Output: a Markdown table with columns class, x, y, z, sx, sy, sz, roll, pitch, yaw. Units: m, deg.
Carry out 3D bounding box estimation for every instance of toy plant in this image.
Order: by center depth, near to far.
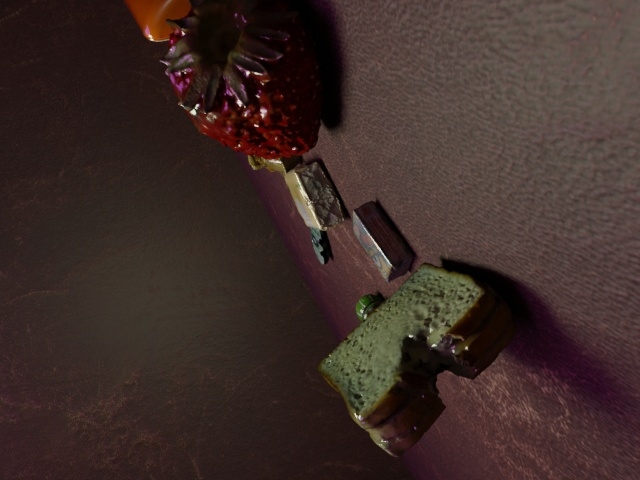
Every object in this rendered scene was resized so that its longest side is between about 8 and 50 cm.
| class | x | y | z | sx | sy | sz | roll | pitch | yaw |
| --- | --- | --- | --- | --- | --- | --- | --- | --- | --- |
| toy plant | 0.154 | 0.205 | 1.367 | 0.093 | 0.092 | 0.162 | 64 | 173 | -17 |

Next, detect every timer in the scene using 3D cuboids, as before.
| class | x | y | z | sx | sy | sz | roll | pitch | yaw |
| --- | --- | --- | --- | --- | --- | --- | --- | --- | --- |
| timer | -0.320 | -0.578 | 1.083 | 0.257 | 0.250 | 0.161 | 57 | 170 | 24 |

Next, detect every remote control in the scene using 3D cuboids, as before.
| class | x | y | z | sx | sy | sz | roll | pitch | yaw |
| --- | --- | --- | --- | --- | --- | --- | --- | --- | --- |
| remote control | -0.002 | 0.001 | 1.757 | 0.097 | 0.045 | 0.256 | 54 | 166 | 32 |

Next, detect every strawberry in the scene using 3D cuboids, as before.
| class | x | y | z | sx | sy | sz | roll | pitch | yaw |
| --- | --- | --- | --- | --- | --- | --- | --- | --- | --- |
| strawberry | -0.123 | -0.302 | 0.915 | 0.292 | 0.292 | 0.343 | 59 | -175 | 12 |

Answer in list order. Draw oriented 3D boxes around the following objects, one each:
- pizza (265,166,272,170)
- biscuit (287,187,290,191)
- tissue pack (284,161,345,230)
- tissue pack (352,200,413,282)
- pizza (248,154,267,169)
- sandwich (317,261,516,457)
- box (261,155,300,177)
| class | x | y | z | sx | sy | sz | roll | pitch | yaw |
| --- | --- | --- | --- | --- | --- | --- | --- | --- | --- |
| pizza | -0.202 | -0.346 | 1.762 | 0.134 | 0.056 | 0.271 | 58 | 171 | 18 |
| biscuit | -0.053 | -0.147 | 1.577 | 0.147 | 0.046 | 0.250 | 62 | 170 | -14 |
| tissue pack | -0.021 | -0.120 | 1.337 | 0.186 | 0.090 | 0.222 | 65 | 170 | -10 |
| tissue pack | 0.125 | 0.004 | 1.003 | 0.148 | 0.060 | 0.109 | 57 | 169 | 21 |
| pizza | -0.160 | -0.299 | 1.540 | 0.046 | 0.134 | 0.175 | 109 | 171 | -67 |
| sandwich | 0.140 | 0.160 | 0.723 | 0.095 | 0.273 | 0.249 | 48 | 174 | -10 |
| box | -0.134 | -0.275 | 1.452 | 0.177 | 0.111 | 0.111 | 60 | 171 | 11 |
